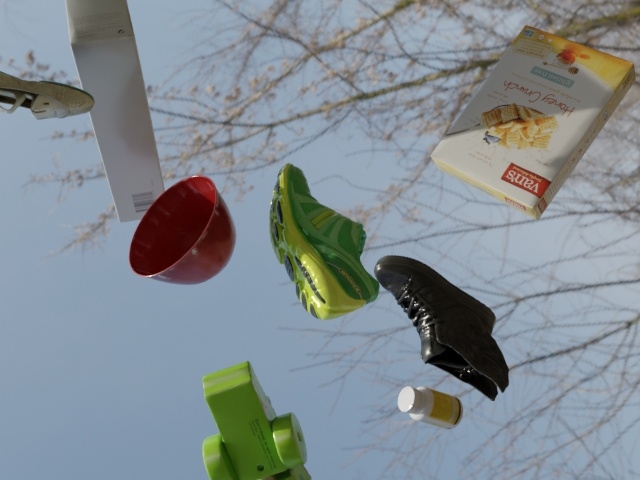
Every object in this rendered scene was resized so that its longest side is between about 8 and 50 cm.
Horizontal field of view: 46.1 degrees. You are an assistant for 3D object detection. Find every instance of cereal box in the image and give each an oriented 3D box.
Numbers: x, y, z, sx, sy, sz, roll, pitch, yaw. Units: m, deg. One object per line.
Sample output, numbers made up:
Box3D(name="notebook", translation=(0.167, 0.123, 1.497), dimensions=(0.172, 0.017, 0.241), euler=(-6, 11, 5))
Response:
Box3D(name="cereal box", translation=(0.289, -0.167, 1.032), dimensions=(0.173, 0.240, 0.047), euler=(32, 173, 33))

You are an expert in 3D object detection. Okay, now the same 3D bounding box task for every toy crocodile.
Box3D(name="toy crocodile", translation=(-0.052, 0.301, 0.939), dimensions=(0.105, 0.115, 0.341), euler=(-93, -21, -74))

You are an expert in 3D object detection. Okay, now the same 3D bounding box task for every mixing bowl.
Box3D(name="mixing bowl", translation=(-0.196, -0.001, 1.159), dimensions=(0.098, 0.181, 0.181), euler=(41, -148, -39))

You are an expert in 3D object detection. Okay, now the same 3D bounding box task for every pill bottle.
Box3D(name="pill bottle", translation=(0.203, 0.308, 1.397), dimensions=(0.116, 0.065, 0.065), euler=(22, -138, -29))

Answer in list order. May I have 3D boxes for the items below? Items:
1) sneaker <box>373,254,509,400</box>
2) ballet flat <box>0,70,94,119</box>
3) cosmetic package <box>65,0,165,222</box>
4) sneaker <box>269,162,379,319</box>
Box3D(name="sneaker", translation=(0.120, 0.087, 0.771), dimensions=(0.170, 0.051, 0.089), euler=(30, -130, 2))
Box3D(name="ballet flat", translation=(-0.383, -0.183, 0.984), dimensions=(0.168, 0.057, 0.052), euler=(13, -117, -4))
Box3D(name="cosmetic package", translation=(-0.339, -0.260, 1.247), dimensions=(0.097, 0.377, 0.284), euler=(-10, -129, -10))
Box3D(name="sneaker", translation=(0.000, 0.000, 1.134), dimensions=(0.123, 0.109, 0.296), euler=(-4, -133, -23))
